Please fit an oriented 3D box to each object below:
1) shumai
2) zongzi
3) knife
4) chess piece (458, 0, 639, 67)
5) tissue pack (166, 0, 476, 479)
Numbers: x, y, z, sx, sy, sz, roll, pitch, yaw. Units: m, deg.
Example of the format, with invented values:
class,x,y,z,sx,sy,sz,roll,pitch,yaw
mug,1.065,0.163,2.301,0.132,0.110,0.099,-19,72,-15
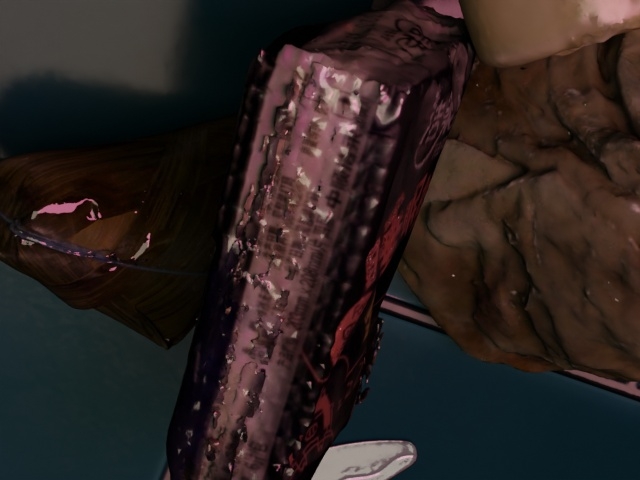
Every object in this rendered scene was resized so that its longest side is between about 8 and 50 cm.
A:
class,x,y,z,sx,sy,sz,roll,pitch,yaw
shumai,0.214,-0.014,1.208,0.304,0.263,0.309,-16,109,-6
zongzi,-0.109,-0.052,1.188,0.242,0.112,0.221,-48,149,6
knife,-0.071,0.246,1.365,0.331,0.044,0.080,-37,102,-3
chess piece,0.109,-0.343,1.088,0.234,0.234,0.442,-22,103,-2
tissue pack,0.000,0.000,1.163,0.123,0.245,0.332,20,112,9
